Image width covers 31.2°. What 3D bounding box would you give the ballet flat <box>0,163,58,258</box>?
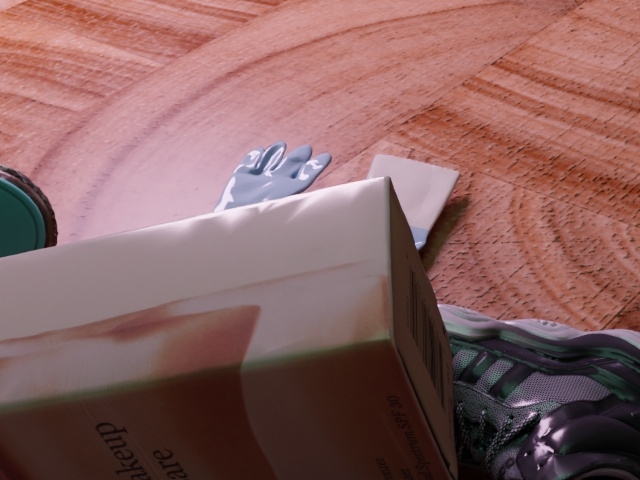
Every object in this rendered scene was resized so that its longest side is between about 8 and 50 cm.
[{"bbox_3d":[-0.468,0.023,0.947,0.483,0.164,0.182,-14,4,-18],"label":"ballet flat"}]

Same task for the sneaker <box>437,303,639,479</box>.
[{"bbox_3d":[0.105,0.123,0.725,0.268,0.101,0.153,3,33,11],"label":"sneaker"}]

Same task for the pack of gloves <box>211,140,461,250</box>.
[{"bbox_3d":[0.000,0.000,0.997,0.195,0.046,0.232,14,42,11],"label":"pack of gloves"}]

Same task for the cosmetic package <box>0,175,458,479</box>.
[{"bbox_3d":[-0.080,0.083,0.675,0.296,0.153,0.129,-12,43,15],"label":"cosmetic package"}]
